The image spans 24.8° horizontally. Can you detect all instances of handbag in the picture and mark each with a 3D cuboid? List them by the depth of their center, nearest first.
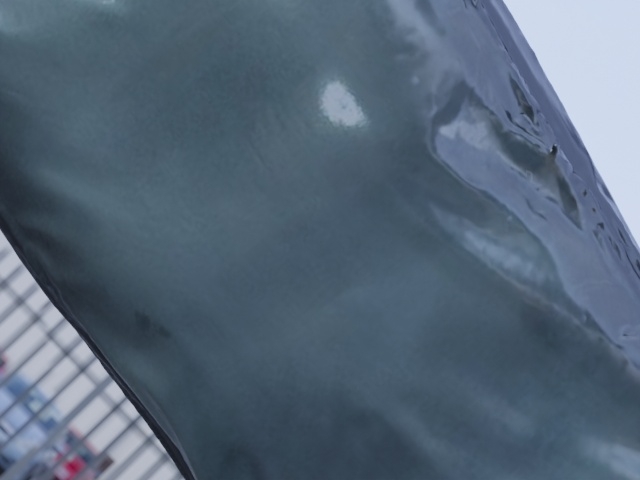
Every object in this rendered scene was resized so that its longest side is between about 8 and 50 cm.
[{"bbox_3d":[0.001,0.003,0.501,0.332,0.192,0.075,59,9,1],"label":"handbag"}]
